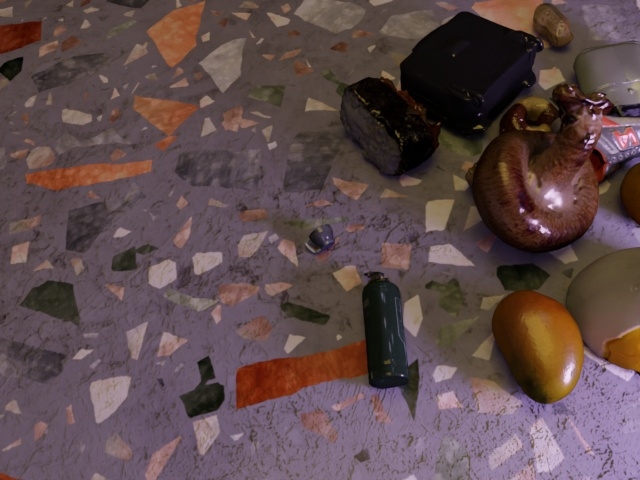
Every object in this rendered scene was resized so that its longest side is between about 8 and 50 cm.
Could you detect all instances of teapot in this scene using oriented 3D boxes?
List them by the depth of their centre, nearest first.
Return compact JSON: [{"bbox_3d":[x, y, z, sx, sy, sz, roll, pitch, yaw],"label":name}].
[{"bbox_3d":[0.000,0.000,1.647,0.088,0.066,0.057,-35,73,12],"label":"teapot"}]

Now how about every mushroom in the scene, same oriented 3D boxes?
[{"bbox_3d":[0.566,-0.148,1.470,0.356,0.331,0.334,-19,69,42],"label":"mushroom"}]

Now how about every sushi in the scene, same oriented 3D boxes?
[{"bbox_3d":[0.190,-0.339,1.778,0.182,0.196,0.343,-21,59,-27],"label":"sushi"}]

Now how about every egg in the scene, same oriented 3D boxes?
[{"bbox_3d":[0.736,0.127,1.348,0.337,0.201,0.337,-3,55,5],"label":"egg"}]

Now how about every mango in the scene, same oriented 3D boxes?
[{"bbox_3d":[0.491,0.228,1.360,0.176,0.139,0.254,-25,63,7],"label":"mango"},{"bbox_3d":[0.839,-0.113,1.541,0.152,0.120,0.221,-12,48,-2],"label":"mango"}]

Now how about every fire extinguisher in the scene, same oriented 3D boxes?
[{"bbox_3d":[0.147,0.197,1.467,0.095,0.114,0.311,17,53,-26],"label":"fire extinguisher"}]

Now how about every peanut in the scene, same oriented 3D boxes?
[{"bbox_3d":[0.746,-0.695,1.968,0.093,0.083,0.194,-6,53,-11],"label":"peanut"}]

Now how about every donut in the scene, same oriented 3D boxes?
[{"bbox_3d":[0.601,-0.333,1.742,0.184,0.073,0.166,-36,71,-20],"label":"donut"}]

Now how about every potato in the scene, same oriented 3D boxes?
[{"bbox_3d":[0.460,-0.168,1.679,0.100,0.089,0.172,49,42,11],"label":"potato"}]

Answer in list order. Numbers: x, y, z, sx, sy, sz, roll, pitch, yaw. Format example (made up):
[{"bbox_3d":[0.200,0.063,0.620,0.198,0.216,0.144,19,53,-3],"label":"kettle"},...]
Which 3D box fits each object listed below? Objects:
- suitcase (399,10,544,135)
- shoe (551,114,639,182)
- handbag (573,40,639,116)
[{"bbox_3d":[0.437,-0.512,1.836,0.339,0.188,0.345,37,71,27],"label":"suitcase"},{"bbox_3d":[0.787,-0.237,1.632,0.337,0.132,0.171,8,79,1],"label":"shoe"},{"bbox_3d":[0.875,-0.430,1.765,0.241,0.109,0.315,-10,60,4],"label":"handbag"}]
